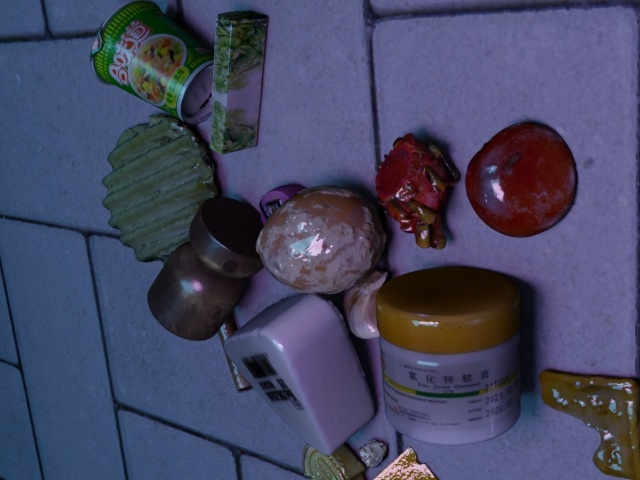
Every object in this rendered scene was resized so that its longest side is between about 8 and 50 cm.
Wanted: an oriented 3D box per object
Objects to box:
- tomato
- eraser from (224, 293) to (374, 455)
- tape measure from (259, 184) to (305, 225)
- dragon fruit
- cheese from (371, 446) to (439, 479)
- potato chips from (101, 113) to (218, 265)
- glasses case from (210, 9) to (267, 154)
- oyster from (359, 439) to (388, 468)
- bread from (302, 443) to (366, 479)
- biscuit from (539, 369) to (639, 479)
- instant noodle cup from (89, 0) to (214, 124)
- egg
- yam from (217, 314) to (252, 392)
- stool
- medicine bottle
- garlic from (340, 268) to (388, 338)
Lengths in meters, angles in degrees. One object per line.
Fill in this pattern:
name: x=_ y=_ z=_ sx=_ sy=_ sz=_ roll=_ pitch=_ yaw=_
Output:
tomato: x=0.303 y=-0.086 z=1.455 sx=0.189 sy=0.099 sz=0.173 roll=-40 pitch=76 yaw=43
eraser: x=-0.044 y=0.228 z=1.808 sx=0.331 sy=0.150 sz=0.331 roll=40 pitch=150 yaw=29
tape measure: x=-0.065 y=-0.048 z=1.836 sx=0.118 sy=0.074 sz=0.125 roll=-16 pitch=97 yaw=45
dragon fruit: x=0.166 y=-0.078 z=1.576 sx=0.208 sy=0.150 sz=0.133 roll=69 pitch=165 yaw=-9
cheese: x=0.154 y=0.502 z=1.842 sx=0.093 sy=0.126 sz=0.171 roll=50 pitch=114 yaw=26
potato chips: x=-0.365 y=-0.102 z=2.109 sx=0.429 sy=0.070 sz=0.359 roll=-15 pitch=92 yaw=44
glasses case: x=-0.167 y=-0.312 z=1.818 sx=0.062 sy=0.095 sz=0.272 roll=30 pitch=124 yaw=38
oyster: x=0.113 y=0.435 z=1.893 sx=0.054 sy=0.019 sz=0.083 roll=55 pitch=136 yaw=15
bread: x=0.031 y=0.485 z=1.957 sx=0.156 sy=0.064 sz=0.118 roll=38 pitch=133 yaw=25
biscuit: x=0.451 y=0.302 z=1.507 sx=0.174 sy=0.039 sz=0.184 roll=-6 pitch=101 yaw=43
instant noodle cup: x=-0.320 y=-0.353 z=1.886 sx=0.232 sy=0.207 sz=0.207 roll=36 pitch=128 yaw=19
egg: x=0.000 y=0.000 z=1.699 sx=0.245 sy=0.203 sz=0.204 roll=-12 pitch=98 yaw=20
yam: x=-0.208 y=0.220 z=2.094 sx=0.046 sy=0.046 sz=0.264 roll=-13 pitch=95 yaw=45
stool: x=-0.231 y=0.062 z=1.933 sx=0.179 sy=0.179 sz=0.264 roll=48 pitch=123 yaw=19
medicine bottle: x=0.217 y=0.189 z=1.543 sx=0.237 sy=0.237 sz=0.232 roll=10 pitch=113 yaw=41
garlic: x=0.098 y=0.127 z=1.726 sx=0.099 sy=0.124 sz=0.174 roll=47 pitch=172 yaw=-16
